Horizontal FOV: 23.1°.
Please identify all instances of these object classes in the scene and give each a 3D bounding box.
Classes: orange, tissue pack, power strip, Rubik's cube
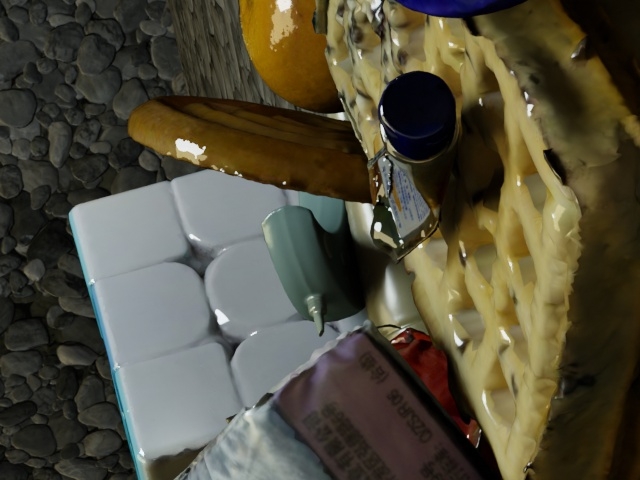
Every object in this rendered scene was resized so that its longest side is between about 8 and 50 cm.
[{"bbox_3d":[0.014,-0.169,1.101,0.159,0.136,0.159,179,90,-77],"label":"orange"},{"bbox_3d":[0.057,0.246,0.899,0.361,0.122,0.259,51,144,7],"label":"tissue pack"},{"bbox_3d":[0.000,0.000,1.235,0.216,0.044,0.137,-79,-27,-61],"label":"power strip"},{"bbox_3d":[-0.042,0.120,1.426,0.291,0.291,0.290,85,168,-52],"label":"Rubik's cube"}]

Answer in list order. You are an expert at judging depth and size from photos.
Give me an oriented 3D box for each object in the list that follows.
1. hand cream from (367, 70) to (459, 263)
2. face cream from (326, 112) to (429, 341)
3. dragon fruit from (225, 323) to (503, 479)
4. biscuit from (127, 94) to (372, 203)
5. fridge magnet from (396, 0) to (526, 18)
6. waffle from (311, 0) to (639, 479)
[{"bbox_3d":[0.042,-0.038,0.768,0.163,0.039,0.062,97,156,-75],"label":"hand cream"},{"bbox_3d":[0.054,-0.034,1.248,0.137,0.084,0.341,24,-133,-61],"label":"face cream"},{"bbox_3d":[0.053,0.160,1.080,0.193,0.274,0.192,-58,-39,-41],"label":"dragon fruit"},{"bbox_3d":[-0.005,-0.065,1.076,0.262,0.262,0.037,-134,55,-73],"label":"biscuit"},{"bbox_3d":[0.062,-0.225,0.643,0.265,0.113,0.265,-16,72,61],"label":"fridge magnet"},{"bbox_3d":[0.093,-0.077,0.823,0.261,0.114,0.376,86,167,-50],"label":"waffle"}]
